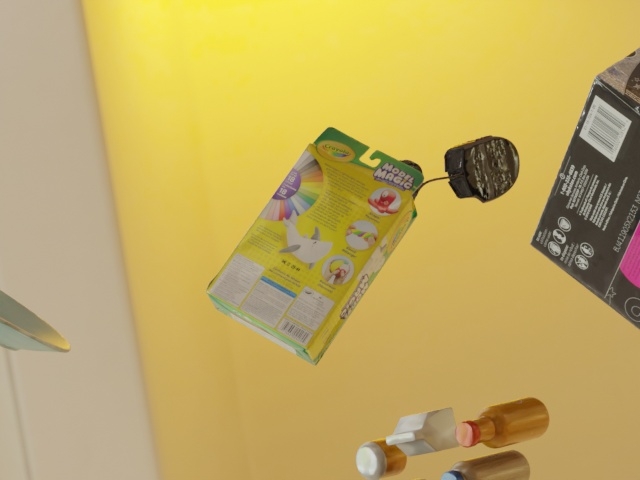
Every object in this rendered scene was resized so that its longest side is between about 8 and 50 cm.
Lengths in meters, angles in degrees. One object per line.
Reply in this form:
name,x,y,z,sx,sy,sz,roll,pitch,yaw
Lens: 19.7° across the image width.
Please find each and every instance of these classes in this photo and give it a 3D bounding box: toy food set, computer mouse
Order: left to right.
toy food set,0.106,0.220,1.761,0.104,0.111,0.232,-6,173,-45
computer mouse,0.129,-0.065,1.994,0.242,0.071,0.041,-16,-173,-43

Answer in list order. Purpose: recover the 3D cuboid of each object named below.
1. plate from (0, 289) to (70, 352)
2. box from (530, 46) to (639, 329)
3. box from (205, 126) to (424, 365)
plate,-0.258,0.034,1.283,0.188,0.024,0.188,32,179,1
box,0.341,-0.064,1.874,0.163,0.247,0.142,40,-130,22
box,0.000,0.000,1.494,0.105,0.179,0.043,29,165,21
